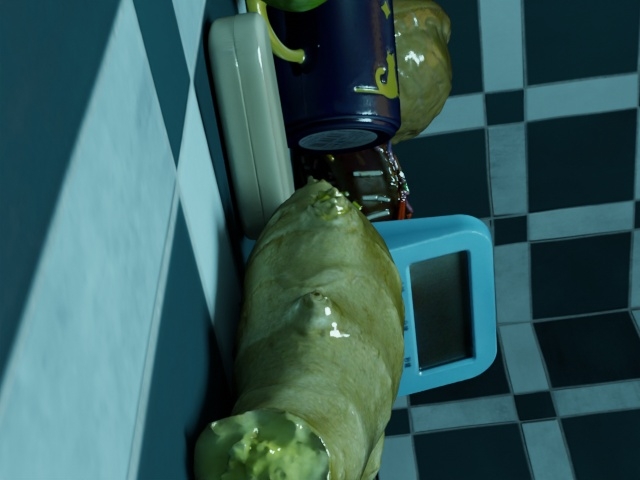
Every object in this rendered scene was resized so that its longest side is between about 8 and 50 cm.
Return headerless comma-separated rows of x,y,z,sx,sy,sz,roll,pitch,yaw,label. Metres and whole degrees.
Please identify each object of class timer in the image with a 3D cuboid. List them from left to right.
0.089,0.090,1.279,0.091,0.249,0.232,-94,175,-56,timer

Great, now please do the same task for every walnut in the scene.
0.087,-0.320,1.861,0.344,0.306,0.306,81,2,-77,walnut

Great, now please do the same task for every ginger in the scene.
-0.023,0.113,0.785,0.375,0.166,0.236,-57,169,-53,ginger

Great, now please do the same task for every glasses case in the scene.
-0.057,-0.096,0.922,0.083,0.050,0.196,-94,176,-66,glasses case

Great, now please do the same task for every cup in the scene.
-0.021,-0.251,1.353,0.178,0.255,0.256,-19,-107,55,cup

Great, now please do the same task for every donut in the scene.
0.045,-0.090,1.623,0.270,0.103,0.270,58,-17,29,donut

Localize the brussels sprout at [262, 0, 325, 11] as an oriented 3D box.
-0.028,-0.315,1.099,0.162,0.143,0.181,56,-15,13,brussels sprout
